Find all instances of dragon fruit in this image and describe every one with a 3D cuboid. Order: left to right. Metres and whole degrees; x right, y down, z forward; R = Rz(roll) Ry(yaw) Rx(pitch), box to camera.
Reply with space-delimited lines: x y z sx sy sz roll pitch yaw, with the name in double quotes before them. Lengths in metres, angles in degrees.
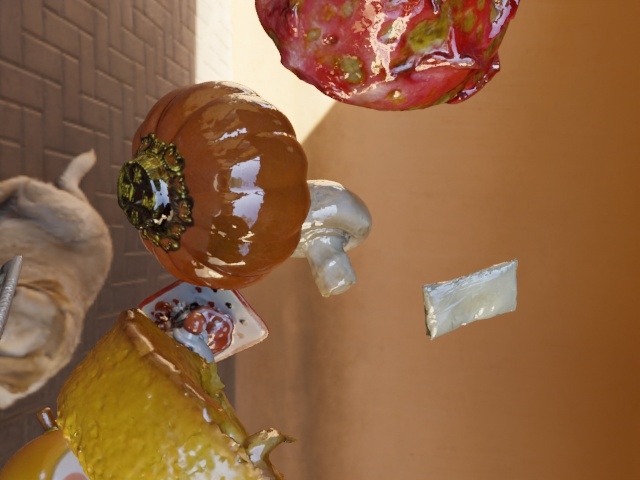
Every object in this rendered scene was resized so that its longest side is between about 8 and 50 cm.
"dragon fruit" 0.093 -0.211 0.560 0.211 0.261 0.134 117 -42 -63

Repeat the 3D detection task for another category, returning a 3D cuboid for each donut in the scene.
"donut" -0.088 0.165 0.507 0.118 0.253 0.253 -45 159 -12

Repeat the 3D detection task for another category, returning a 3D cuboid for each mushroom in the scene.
"mushroom" -0.004 -0.009 1.208 0.206 0.206 0.209 -54 136 -75

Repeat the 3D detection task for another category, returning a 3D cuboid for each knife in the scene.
"knife" -0.482 0.149 0.946 0.043 0.089 0.365 33 27 -31

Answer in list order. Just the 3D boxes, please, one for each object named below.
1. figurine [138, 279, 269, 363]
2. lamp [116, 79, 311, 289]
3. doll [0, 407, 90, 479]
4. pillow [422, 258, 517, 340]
"figurine" -0.213 0.185 0.977 0.160 0.183 0.226 52 28 -18
"lamp" -0.110 -0.057 0.700 0.196 0.223 0.223 -12 108 -43
"doll" -0.396 0.357 1.005 0.213 0.213 0.236 74 -10 -66
"pillow" 0.341 0.132 1.496 0.050 0.229 0.148 -118 -167 -54
